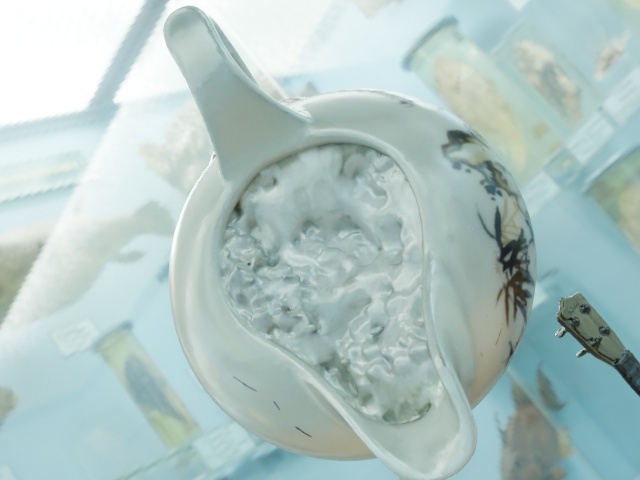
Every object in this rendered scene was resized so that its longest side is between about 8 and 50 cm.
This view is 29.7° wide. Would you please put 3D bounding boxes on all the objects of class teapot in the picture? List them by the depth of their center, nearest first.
[{"bbox_3d":[0.000,0.000,0.675,0.208,0.299,0.166,-40,-15,16],"label":"teapot"}]

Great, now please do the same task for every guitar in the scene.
[{"bbox_3d":[0.272,0.142,0.894,0.084,0.271,0.038,-43,-7,-45],"label":"guitar"}]

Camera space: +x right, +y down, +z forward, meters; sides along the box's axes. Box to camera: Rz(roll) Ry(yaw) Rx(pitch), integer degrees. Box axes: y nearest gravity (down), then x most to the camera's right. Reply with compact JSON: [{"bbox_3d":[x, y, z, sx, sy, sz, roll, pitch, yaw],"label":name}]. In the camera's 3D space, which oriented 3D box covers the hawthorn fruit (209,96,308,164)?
[{"bbox_3d":[0.001,-0.047,0.987,0.194,0.157,0.157,-42,-10,-42],"label":"hawthorn fruit"}]
